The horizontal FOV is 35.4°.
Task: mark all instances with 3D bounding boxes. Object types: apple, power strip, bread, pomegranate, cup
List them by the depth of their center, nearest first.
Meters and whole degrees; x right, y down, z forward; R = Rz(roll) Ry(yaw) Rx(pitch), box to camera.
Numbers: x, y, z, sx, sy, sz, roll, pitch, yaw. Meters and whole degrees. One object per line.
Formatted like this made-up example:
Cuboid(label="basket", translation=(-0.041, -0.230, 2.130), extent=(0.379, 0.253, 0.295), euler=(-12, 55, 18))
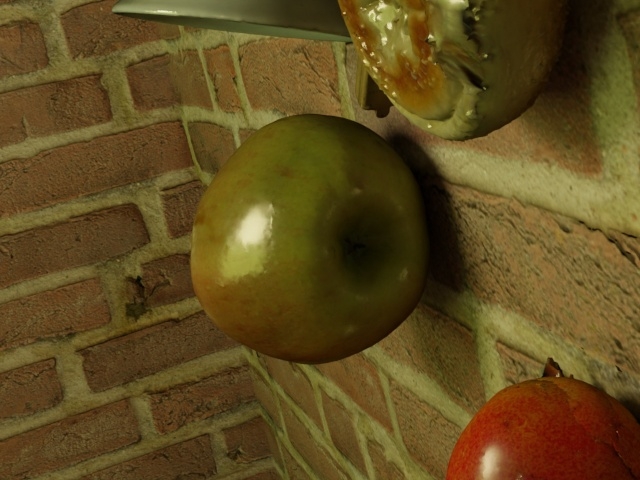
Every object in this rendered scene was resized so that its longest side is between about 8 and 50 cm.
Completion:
Cuboid(label="bread", translation=(0.121, -0.236, 0.921), extent=(0.305, 0.158, 0.306), euler=(159, 90, -77))
Cuboid(label="pomegranate", translation=(0.228, 0.230, 0.993), extent=(0.235, 0.210, 0.210), euler=(-81, -11, -51))
Cuboid(label="power strip", translation=(0.082, -0.269, 1.225), extent=(0.305, 0.064, 0.044), euler=(93, 162, -54))
Cuboid(label="apple", translation=(0.000, 0.000, 1.367), extent=(0.305, 0.338, 0.339), euler=(-18, 89, 56))
Cuboid(label="cup", translation=(-0.103, -0.369, 1.369), extent=(0.347, 0.347, 0.163), euler=(-151, 66, -70))
